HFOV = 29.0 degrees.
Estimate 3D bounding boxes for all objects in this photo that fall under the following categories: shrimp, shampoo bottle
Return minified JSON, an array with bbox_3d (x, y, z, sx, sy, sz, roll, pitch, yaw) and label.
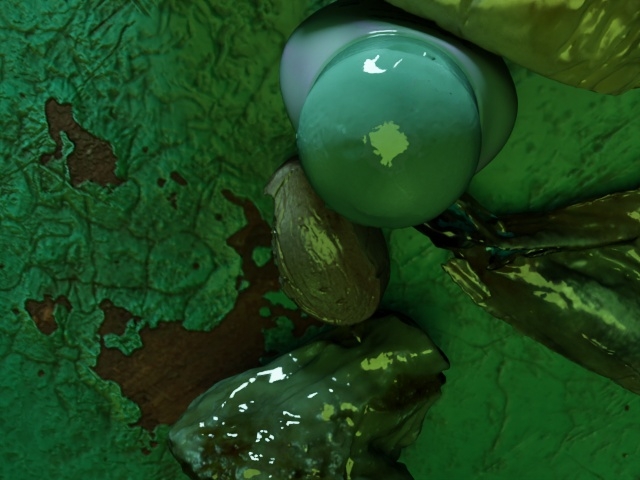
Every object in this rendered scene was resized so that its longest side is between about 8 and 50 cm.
[{"bbox_3d":[0.285,0.026,1.237,0.446,0.110,0.221,22,104,-5],"label":"shrimp"},{"bbox_3d":[0.064,-0.118,1.073,0.222,0.349,0.151,20,111,-1],"label":"shampoo bottle"}]

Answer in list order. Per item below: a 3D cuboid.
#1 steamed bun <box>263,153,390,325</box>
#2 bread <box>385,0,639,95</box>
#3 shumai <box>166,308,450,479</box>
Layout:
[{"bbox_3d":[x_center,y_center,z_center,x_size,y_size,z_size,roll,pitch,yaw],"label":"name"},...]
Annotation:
[{"bbox_3d":[0.000,0.000,1.231,0.106,0.145,0.175,-19,101,14],"label":"steamed bun"},{"bbox_3d":[0.151,-0.277,1.078,0.389,0.236,0.183,23,115,-8],"label":"bread"},{"bbox_3d":[-0.014,0.158,1.261,0.272,0.222,0.203,1,108,-27],"label":"shumai"}]
